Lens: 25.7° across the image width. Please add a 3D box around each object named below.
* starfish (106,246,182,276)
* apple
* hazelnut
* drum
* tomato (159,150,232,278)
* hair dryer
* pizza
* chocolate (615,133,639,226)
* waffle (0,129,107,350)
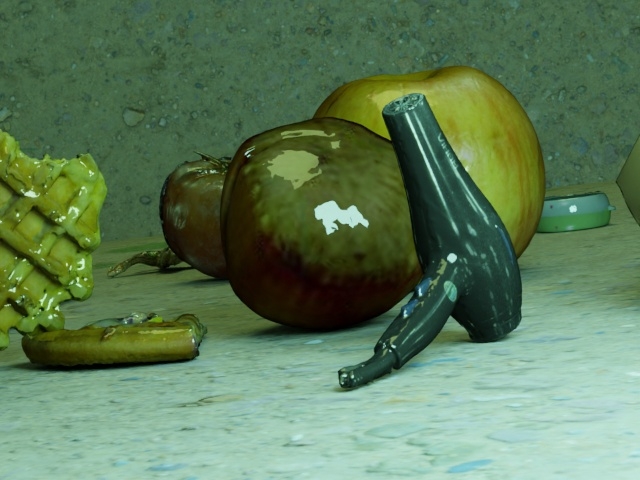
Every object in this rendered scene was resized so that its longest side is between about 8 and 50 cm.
[{"bbox_3d":[-0.232,0.032,2.197,0.209,0.053,0.150,-11,-9,-5],"label":"starfish"},{"bbox_3d":[0.104,-0.068,1.520,0.286,0.233,0.286,-6,5,1],"label":"apple"},{"bbox_3d":[0.000,0.000,1.251,0.208,0.208,0.208,-7,4,0],"label":"hazelnut"},{"bbox_3d":[0.403,-0.050,2.133,0.130,0.049,0.253,-5,4,29],"label":"drum"},{"bbox_3d":[-0.098,-0.035,1.894,0.214,0.181,0.155,-12,11,-17],"label":"tomato"},{"bbox_3d":[0.062,0.024,0.976,0.075,0.196,0.219,-9,26,36],"label":"hair dryer"},{"bbox_3d":[-0.145,0.080,1.212,0.184,0.036,0.176,-3,5,42],"label":"pizza"},{"bbox_3d":[0.373,-0.006,1.108,0.224,0.206,0.177,9,-31,42],"label":"chocolate"},{"bbox_3d":[-0.308,-0.018,1.195,0.291,0.291,0.051,-9,20,-26],"label":"waffle"}]
